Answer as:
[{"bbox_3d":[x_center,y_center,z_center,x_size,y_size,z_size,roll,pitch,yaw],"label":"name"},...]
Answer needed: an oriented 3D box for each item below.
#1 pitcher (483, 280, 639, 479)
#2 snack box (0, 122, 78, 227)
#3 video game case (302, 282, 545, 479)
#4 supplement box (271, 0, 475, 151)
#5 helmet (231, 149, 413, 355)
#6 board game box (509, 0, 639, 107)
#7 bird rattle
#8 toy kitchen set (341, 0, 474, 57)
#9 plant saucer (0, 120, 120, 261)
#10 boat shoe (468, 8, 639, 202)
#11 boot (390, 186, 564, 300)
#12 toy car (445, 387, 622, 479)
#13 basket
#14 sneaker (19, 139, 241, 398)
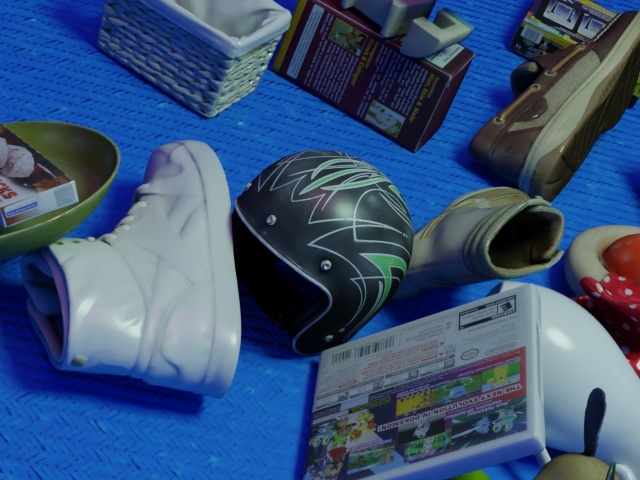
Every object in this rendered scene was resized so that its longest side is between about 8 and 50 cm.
[{"bbox_3d":[0.206,0.146,1.340,0.207,0.125,0.178,36,52,-2],"label":"pitcher"},{"bbox_3d":[-0.261,-0.057,1.261,0.064,0.022,0.178,-23,31,-24],"label":"snack box"},{"bbox_3d":[0.083,0.127,1.253,0.023,0.201,0.183,59,23,-30],"label":"video game case"},{"bbox_3d":[0.057,-0.194,1.679,0.188,0.104,0.081,31,36,9],"label":"supplement box"},{"bbox_3d":[0.000,0.000,1.356,0.169,0.161,0.169,12,40,-10],"label":"helmet"},{"bbox_3d":[0.333,-0.247,1.941,0.170,0.048,0.141,27,35,5],"label":"board game box"},{"bbox_3d":[0.323,0.057,1.537,0.253,0.143,0.207,-8,34,-18],"label":"bird rattle"},{"bbox_3d":[0.097,-0.312,1.618,0.207,0.166,0.122,39,38,19],"label":"toy kitchen set"},{"bbox_3d":[-0.282,-0.035,1.289,0.241,0.037,0.241,-7,27,3],"label":"plant saucer"},{"bbox_3d":[0.273,-0.172,1.754,0.123,0.123,0.342,24,49,19],"label":"boat shoe"},{"bbox_3d":[0.169,-0.006,1.453,0.213,0.165,0.077,-24,97,-40],"label":"boot"},{"bbox_3d":[0.172,0.206,1.174,0.149,0.188,0.155,16,37,-11],"label":"toy car"},{"bbox_3d":[-0.135,-0.219,1.608,0.167,0.103,0.113,34,38,13],"label":"basket"},{"bbox_3d":[-0.167,0.003,1.314,0.169,0.108,0.292,9,37,-18],"label":"sneaker"}]
